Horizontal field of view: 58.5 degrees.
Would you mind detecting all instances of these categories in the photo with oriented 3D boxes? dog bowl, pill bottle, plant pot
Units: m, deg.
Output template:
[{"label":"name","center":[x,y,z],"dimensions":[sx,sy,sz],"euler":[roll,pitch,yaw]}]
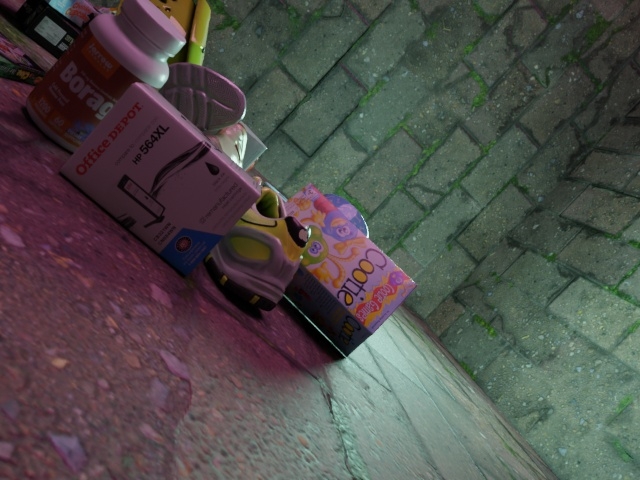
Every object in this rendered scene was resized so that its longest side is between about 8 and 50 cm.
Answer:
[{"label":"dog bowl","center":[0.000,0.000,1.242],"dimensions":[0.166,0.074,0.297],"euler":[48,-30,0]},{"label":"pill bottle","center":[-0.292,-0.229,0.792],"dimensions":[0.121,0.216,0.121],"euler":[44,13,-13]},{"label":"plant pot","center":[-0.394,-0.499,1.437],"dimensions":[0.207,0.227,0.228],"euler":[11,53,-14]}]

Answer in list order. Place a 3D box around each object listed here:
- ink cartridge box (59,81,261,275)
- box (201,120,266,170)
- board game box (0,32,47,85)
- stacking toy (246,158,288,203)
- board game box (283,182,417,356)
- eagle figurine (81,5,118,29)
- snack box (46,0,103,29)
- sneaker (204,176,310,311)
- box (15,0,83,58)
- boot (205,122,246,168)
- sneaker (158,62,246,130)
[{"label":"ink cartridge box","center":[-0.199,-0.079,0.735],"dimensions":[0.203,0.148,0.086],"euler":[41,7,-13]},{"label":"box","center":[-0.256,-0.217,1.293],"dimensions":[0.119,0.181,0.182],"euler":[49,7,38]},{"label":"board game box","center":[-0.501,-0.290,0.820],"dimensions":[0.136,0.030,0.259],"euler":[45,4,-8]},{"label":"stacking toy","center":[-0.203,-0.177,1.712],"dimensions":[0.309,0.130,0.279],"euler":[43,4,3]},{"label":"board game box","center":[0.016,0.055,1.069],"dimensions":[0.275,0.142,0.144],"euler":[45,-30,8]},{"label":"eagle figurine","center":[-0.668,-0.616,1.669],"dimensions":[0.226,0.225,0.298],"euler":[-53,136,-47]},{"label":"snack box","center":[-0.603,-0.573,1.338],"dimensions":[0.187,0.060,0.322],"euler":[42,3,1]},{"label":"sneaker","center":[-0.134,-0.041,0.949],"dimensions":[0.145,0.147,0.385],"euler":[36,6,-46]},{"label":"box","center":[-0.600,-0.475,1.338],"dimensions":[0.180,0.077,0.147],"euler":[39,6,-48]},{"label":"boot","center":[-0.211,-0.127,1.174],"dimensions":[0.077,0.213,0.165],"euler":[12,24,9]},{"label":"sneaker","center":[-0.303,-0.288,1.163],"dimensions":[0.321,0.124,0.180],"euler":[8,6,-1]}]
